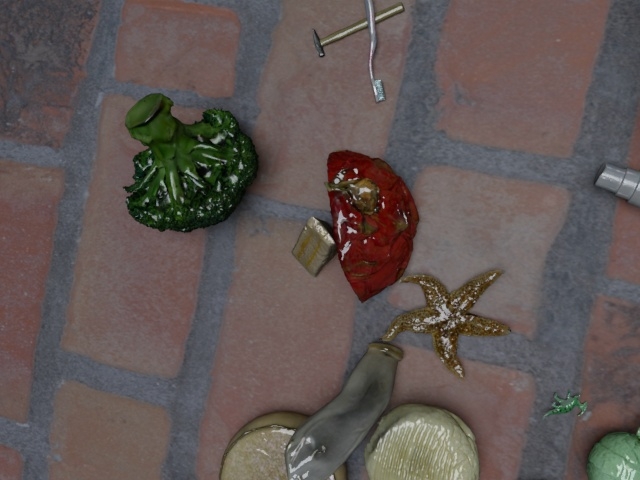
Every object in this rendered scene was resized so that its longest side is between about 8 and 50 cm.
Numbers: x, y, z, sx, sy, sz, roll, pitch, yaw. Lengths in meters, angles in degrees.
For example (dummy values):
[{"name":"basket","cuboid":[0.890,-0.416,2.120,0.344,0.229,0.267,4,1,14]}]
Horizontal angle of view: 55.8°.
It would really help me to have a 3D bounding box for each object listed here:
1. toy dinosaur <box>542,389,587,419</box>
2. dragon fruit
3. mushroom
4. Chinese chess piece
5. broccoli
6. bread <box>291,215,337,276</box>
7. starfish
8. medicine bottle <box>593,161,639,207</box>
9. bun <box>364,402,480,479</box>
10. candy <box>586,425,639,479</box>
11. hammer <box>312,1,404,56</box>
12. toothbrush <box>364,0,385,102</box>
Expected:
[{"name":"toy dinosaur","cuboid":[0.471,0.324,1.161,0.062,0.021,0.083,33,97,-1]},{"name":"dragon fruit","cuboid":[0.106,-0.041,1.155,0.151,0.205,0.317,-12,88,13]},{"name":"mushroom","cuboid":[0.047,0.341,1.170,0.109,0.097,0.351,38,65,15]},{"name":"Chinese chess piece","cuboid":[-0.078,0.494,1.255,0.269,0.112,0.270,0,91,14]},{"name":"broccoli","cuboid":[-0.285,-0.160,1.221,0.297,0.297,0.298,-16,50,20]},{"name":"bread","cuboid":[-0.016,0.014,1.217,0.105,0.152,0.077,-45,80,6]},{"name":"starfish","cuboid":[0.253,0.156,1.194,0.277,0.062,0.236,-31,84,9]},{"name":"medicine bottle","cuboid":[0.664,-0.054,1.061,0.351,0.110,0.110,24,96,13]},{"name":"bun","cuboid":[0.197,0.416,1.174,0.220,0.134,0.221,0,89,7]},{"name":"candy","cuboid":[0.625,0.279,1.090,0.119,0.119,0.440,31,91,12]},{"name":"hammer","cuboid":[0.077,-0.449,1.256,0.198,0.013,0.062,-20,86,13]},{"name":"toothbrush","cuboid":[0.103,-0.418,1.235,0.027,0.021,0.269,-8,95,0]}]
